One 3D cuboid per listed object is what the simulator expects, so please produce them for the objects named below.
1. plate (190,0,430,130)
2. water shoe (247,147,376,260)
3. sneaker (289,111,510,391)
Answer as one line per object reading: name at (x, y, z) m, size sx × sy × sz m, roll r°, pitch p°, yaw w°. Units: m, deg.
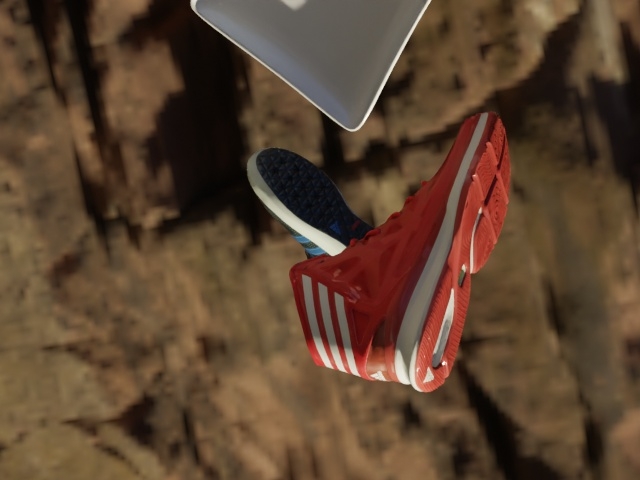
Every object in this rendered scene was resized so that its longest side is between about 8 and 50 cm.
plate at (0.009, -0.314, 2.290) m, size 0.045 × 0.278 × 0.277 m, roll -18°, pitch 143°, yaw -58°
water shoe at (0.000, 0.000, 1.857) m, size 0.203 × 0.080 × 0.073 m, roll 42°, pitch 47°, yaw 6°
sneaker at (0.048, -0.004, 1.363) m, size 0.087 × 0.128 × 0.221 m, roll 70°, pitch 35°, yaw -48°
